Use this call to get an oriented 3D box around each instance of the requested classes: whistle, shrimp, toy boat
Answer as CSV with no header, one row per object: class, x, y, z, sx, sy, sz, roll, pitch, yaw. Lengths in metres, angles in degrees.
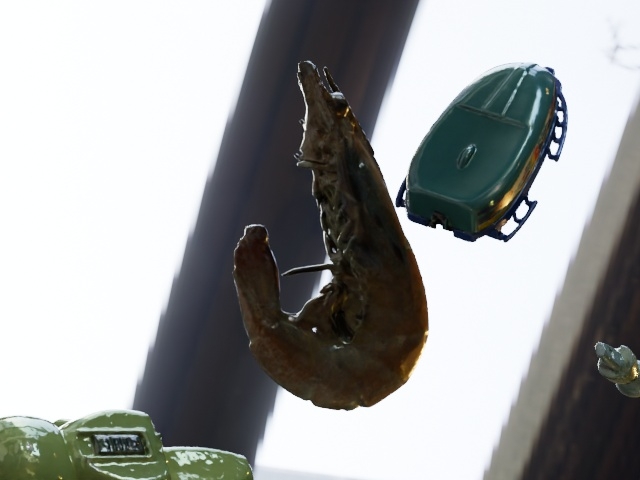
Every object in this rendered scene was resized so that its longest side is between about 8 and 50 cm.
whistle,0.271,0.115,1.614,0.035,0.100,0.035,-16,-121,28
shrimp,0.001,0.000,1.275,0.052,0.144,0.251,-12,-86,63
whistle,-0.189,0.201,1.499,0.106,0.288,0.131,-61,-141,35
toy boat,0.116,-0.051,1.196,0.091,0.110,0.175,19,-126,22
